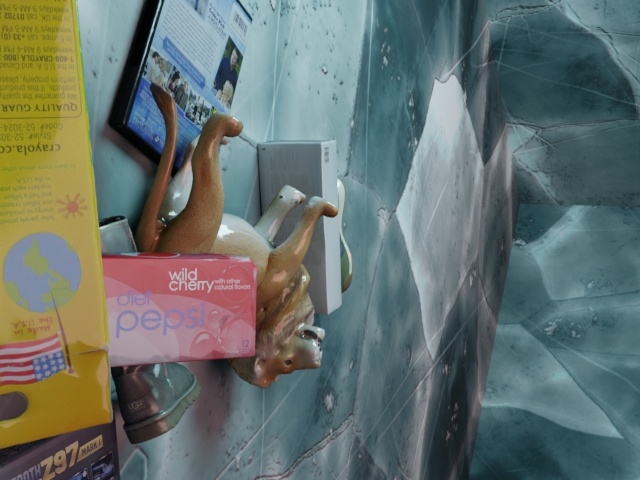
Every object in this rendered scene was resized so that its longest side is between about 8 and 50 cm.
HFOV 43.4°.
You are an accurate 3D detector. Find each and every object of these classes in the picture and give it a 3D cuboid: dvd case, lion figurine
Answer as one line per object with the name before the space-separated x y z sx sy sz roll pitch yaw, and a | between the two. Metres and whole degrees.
dvd case | -0.150 -0.200 0.919 0.180 0.022 0.253 44 53 -59
lion figurine | -0.111 0.015 0.920 0.392 0.142 0.240 37 82 -46

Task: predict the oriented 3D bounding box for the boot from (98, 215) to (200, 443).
boot | -0.190 0.079 0.806 0.189 0.076 0.208 -164 -128 -83

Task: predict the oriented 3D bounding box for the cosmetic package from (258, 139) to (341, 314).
cosmetic package | -0.027 -0.021 1.128 0.060 0.099 0.239 -29 119 -66

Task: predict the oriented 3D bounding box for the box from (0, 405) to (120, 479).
box | -0.260 0.260 0.675 0.233 0.059 0.183 -25 115 -63

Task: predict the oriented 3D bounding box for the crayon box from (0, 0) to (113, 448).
crayon box | -0.250 -0.024 0.504 0.202 0.081 0.318 -6 95 -35

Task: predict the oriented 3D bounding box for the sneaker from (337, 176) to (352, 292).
sneaker | 0.000 0.000 1.243 0.086 0.064 0.192 -25 116 -55

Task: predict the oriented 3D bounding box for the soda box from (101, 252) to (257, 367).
soda box | -0.182 0.056 0.660 0.263 0.083 0.092 1 91 -37
